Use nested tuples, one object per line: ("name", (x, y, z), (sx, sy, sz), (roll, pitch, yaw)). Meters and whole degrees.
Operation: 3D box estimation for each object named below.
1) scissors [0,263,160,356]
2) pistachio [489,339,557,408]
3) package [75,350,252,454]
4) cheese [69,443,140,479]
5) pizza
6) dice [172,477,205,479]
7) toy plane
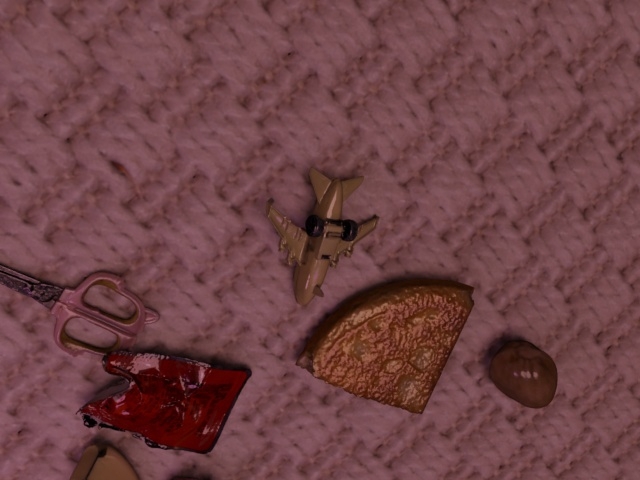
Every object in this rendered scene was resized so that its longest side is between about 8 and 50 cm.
("scissors", (-0.419, 0.092, 1.155), (0.318, 0.024, 0.160), (31, 97, -24))
("pistachio", (0.411, 0.272, 1.439), (0.126, 0.108, 0.185), (-31, 123, 18))
("package", (-0.267, 0.275, 1.238), (0.270, 0.071, 0.194), (24, 112, -26))
("cheese", (-0.338, 0.466, 1.261), (0.050, 0.127, 0.255), (-11, 130, 32))
("pizza", (0.123, 0.160, 1.320), (0.258, 0.087, 0.268), (24, 96, -19))
("dice", (-0.230, 0.480, 1.286), (0.093, 0.091, 0.094), (14, 89, -33))
("toy plane", (0.000, 0.000, 1.230), (0.229, 0.092, 0.244), (6, 102, -34))
